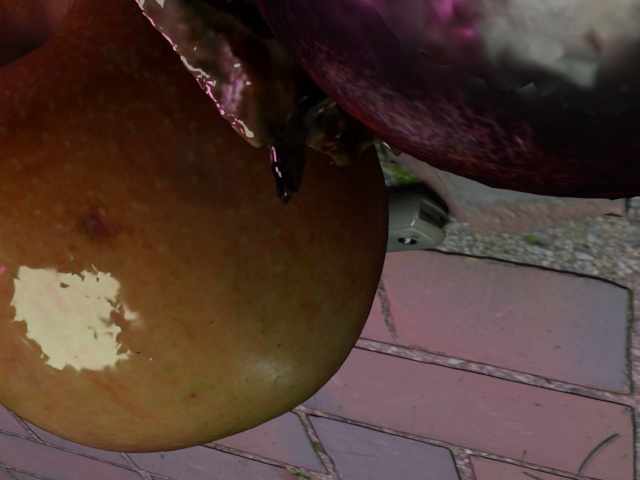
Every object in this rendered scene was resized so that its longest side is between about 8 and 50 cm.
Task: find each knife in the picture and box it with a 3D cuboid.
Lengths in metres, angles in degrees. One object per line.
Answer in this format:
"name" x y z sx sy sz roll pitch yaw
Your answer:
"knife" -0.002 -0.002 0.934 0.266 0.040 0.073 -10 147 44

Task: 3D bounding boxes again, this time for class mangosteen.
"mangosteen" 0.104 -0.165 0.389 0.297 0.293 0.297 23 121 46

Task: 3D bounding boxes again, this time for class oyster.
"oyster" -0.038 -0.199 0.538 0.096 0.221 0.361 -27 106 28

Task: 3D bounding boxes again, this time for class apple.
"apple" -0.124 -0.032 0.706 0.319 0.319 0.277 -2 144 38
